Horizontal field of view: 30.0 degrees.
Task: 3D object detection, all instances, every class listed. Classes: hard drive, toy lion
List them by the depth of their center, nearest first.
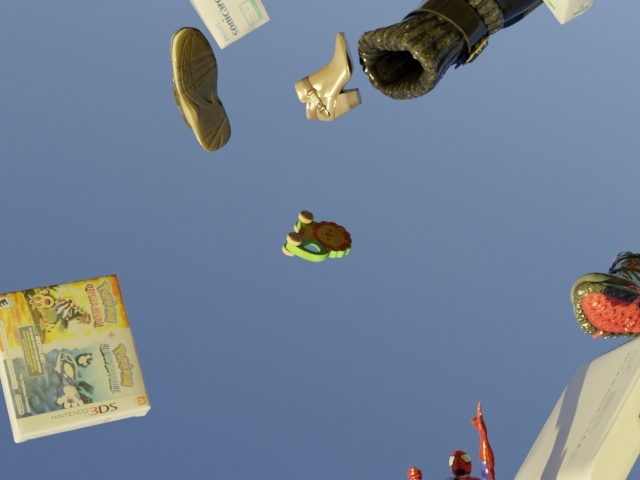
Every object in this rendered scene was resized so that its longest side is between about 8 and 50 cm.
[{"bbox_3d":[0.314,0.206,1.361,0.040,0.307,0.203,33,-107,3],"label":"hard drive"},{"bbox_3d":[0.000,0.000,1.849,0.096,0.034,0.100,25,-142,2],"label":"toy lion"}]

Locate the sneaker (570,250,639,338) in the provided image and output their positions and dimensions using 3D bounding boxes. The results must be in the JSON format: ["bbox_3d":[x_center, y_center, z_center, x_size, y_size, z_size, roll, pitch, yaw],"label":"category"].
[{"bbox_3d":[0.444,0.075,1.754,0.262,0.104,0.125,14,-135,-41],"label":"sneaker"}]

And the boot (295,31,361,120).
[{"bbox_3d":[0.006,-0.227,1.682,0.087,0.118,0.042,-10,-171,17],"label":"boot"}]

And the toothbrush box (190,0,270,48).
[{"bbox_3d":[-0.244,-0.568,2.416,0.126,0.216,0.295,-31,-124,-1],"label":"toothbrush box"}]

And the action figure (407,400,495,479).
[{"bbox_3d":[0.142,0.281,1.255,0.092,0.139,0.280,-13,-159,11],"label":"action figure"}]

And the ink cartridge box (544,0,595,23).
[{"bbox_3d":[0.251,-0.367,1.356,0.056,0.224,0.181,-33,-105,1],"label":"ink cartridge box"}]

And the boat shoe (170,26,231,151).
[{"bbox_3d":[-0.206,-0.245,1.918,0.080,0.223,0.073,-36,-136,-24],"label":"boat shoe"}]

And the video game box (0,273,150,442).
[{"bbox_3d":[-0.351,0.161,1.660,0.187,0.048,0.205,-10,-107,-28],"label":"video game box"}]

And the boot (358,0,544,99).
[{"bbox_3d":[0.207,-0.326,1.590,0.260,0.348,0.131,-33,-98,-23],"label":"boot"}]
